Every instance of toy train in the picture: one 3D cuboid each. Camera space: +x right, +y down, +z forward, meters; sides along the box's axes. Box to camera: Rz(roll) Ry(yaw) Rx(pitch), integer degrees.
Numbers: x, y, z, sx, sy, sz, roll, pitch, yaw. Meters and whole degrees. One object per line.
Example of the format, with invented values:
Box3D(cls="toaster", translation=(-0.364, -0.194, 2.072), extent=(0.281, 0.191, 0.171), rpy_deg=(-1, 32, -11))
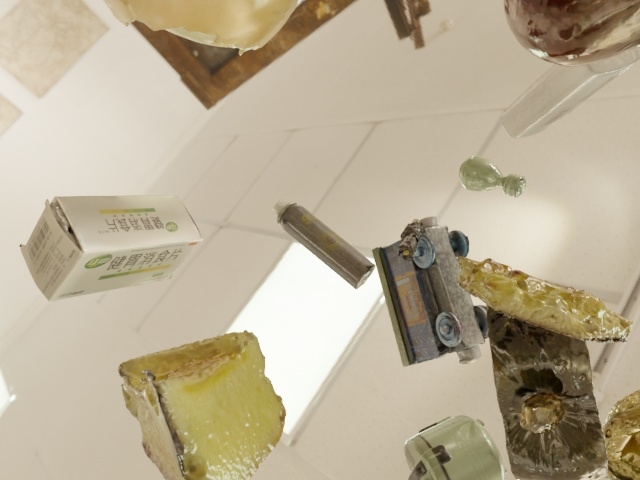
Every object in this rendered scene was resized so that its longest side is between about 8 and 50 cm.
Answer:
Box3D(cls="toy train", translation=(0.232, 0.112, 1.149), extent=(0.202, 0.131, 0.299), rpy_deg=(-33, -113, 56))

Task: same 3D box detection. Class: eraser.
Box3D(cls="eraser", translation=(0.473, -0.302, 1.040), extent=(0.174, 0.094, 0.270), rpy_deg=(-33, 173, -15))

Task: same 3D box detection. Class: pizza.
Box3D(cls="pizza", translation=(0.191, 0.049, 0.479), extent=(0.160, 0.099, 0.035), rpy_deg=(19, -80, 15))

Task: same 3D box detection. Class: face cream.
Box3D(cls="face cream", translation=(0.000, 0.000, 1.289), extent=(0.284, 0.073, 0.073), rpy_deg=(39, -98, 16))

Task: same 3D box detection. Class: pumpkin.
Box3D(cls="pumpkin", translation=(0.333, 0.222, 0.819), extent=(0.140, 0.316, 0.222), rpy_deg=(-6, -165, 21))

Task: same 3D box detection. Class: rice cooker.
Box3D(cls="rice cooker", translation=(0.340, 0.592, 1.462), extent=(0.244, 0.225, 0.226), rpy_deg=(-23, -153, -16))

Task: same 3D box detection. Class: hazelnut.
Box3D(cls="hazelnut", translation=(0.292, -0.265, 0.549), extent=(0.212, 0.181, 0.180), rpy_deg=(-37, -118, 28))

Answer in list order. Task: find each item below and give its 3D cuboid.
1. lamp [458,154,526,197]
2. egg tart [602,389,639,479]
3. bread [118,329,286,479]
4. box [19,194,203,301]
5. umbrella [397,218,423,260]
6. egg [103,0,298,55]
Box3D(cls="lamp", translation=(0.484, -0.178, 1.578), extent=(0.193, 0.106, 0.106), rpy_deg=(25, -110, 36))
Box3D(cls="egg tart", translation=(0.693, 0.402, 1.142), extent=(0.288, 0.288, 0.118), rpy_deg=(-30, -155, 22))
Box3D(cls="bread", translation=(-0.139, 0.174, 0.533), extent=(0.169, 0.139, 0.160), rpy_deg=(-16, -175, 9))
Box3D(cls="box", translation=(-0.445, 0.005, 1.206), extent=(0.173, 0.333, 0.145), rpy_deg=(-45, -110, 29))
Box3D(cls="umbrella", translation=(0.170, -0.004, 1.044), extent=(0.040, 0.037, 0.144), rpy_deg=(-9, -160, 22))
Box3D(cls="egg", translation=(-0.102, -0.288, 0.465), extent=(0.201, 0.244, 0.201), rpy_deg=(7, -146, -5))
